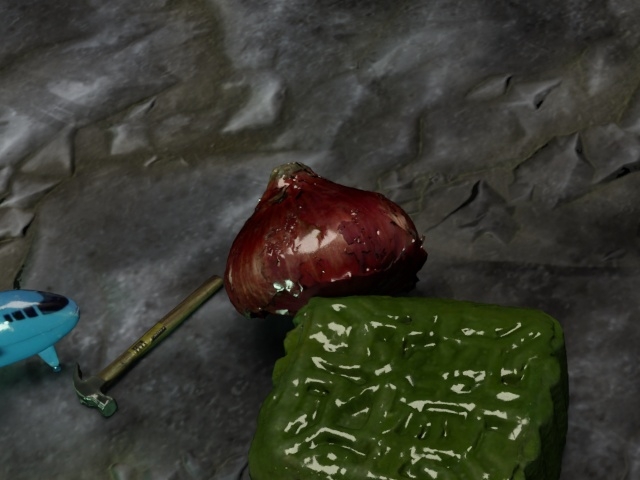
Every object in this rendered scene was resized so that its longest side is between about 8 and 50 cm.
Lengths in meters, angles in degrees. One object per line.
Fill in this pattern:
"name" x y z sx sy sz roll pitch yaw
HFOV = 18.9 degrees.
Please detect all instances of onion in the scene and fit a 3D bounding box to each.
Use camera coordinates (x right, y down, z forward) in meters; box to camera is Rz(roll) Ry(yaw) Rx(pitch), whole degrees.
"onion" 0.000 0.000 1.687 0.184 0.147 0.184 -14 0 0

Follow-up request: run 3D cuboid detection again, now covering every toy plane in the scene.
"toy plane" -0.344 0.099 1.729 0.271 0.105 0.254 -8 45 4

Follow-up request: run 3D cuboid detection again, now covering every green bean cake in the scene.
"green bean cake" 0.071 0.150 1.560 0.248 0.125 0.222 4 47 18

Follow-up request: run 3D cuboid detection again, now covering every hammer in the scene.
"hammer" -0.156 0.088 1.759 0.062 0.017 0.182 26 54 33
